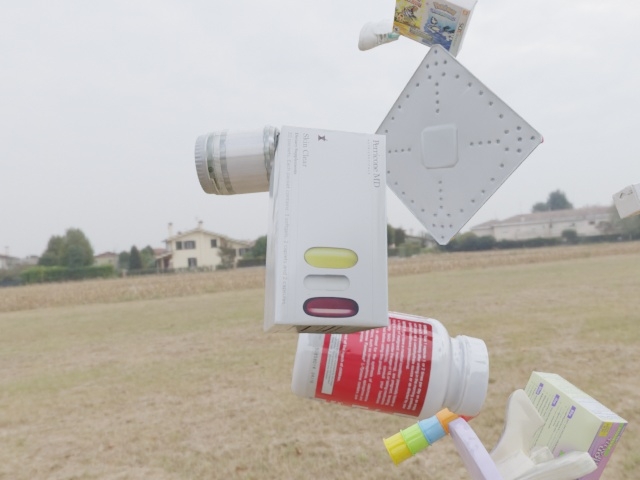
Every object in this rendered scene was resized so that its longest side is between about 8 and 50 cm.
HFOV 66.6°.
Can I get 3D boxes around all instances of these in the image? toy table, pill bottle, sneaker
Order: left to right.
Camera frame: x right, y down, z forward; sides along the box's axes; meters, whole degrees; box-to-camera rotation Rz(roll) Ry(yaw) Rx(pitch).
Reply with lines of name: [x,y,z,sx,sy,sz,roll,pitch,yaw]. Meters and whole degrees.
sneaker: [0.203,-0.654,1.543,0.094,0.080,0.212,26,49,28]
pill bottle: [0.152,0.275,1.110,0.408,0.228,0.229,10,-1,3]
toy table: [0.363,0.419,0.859,0.161,0.274,0.252,-26,-9,-5]

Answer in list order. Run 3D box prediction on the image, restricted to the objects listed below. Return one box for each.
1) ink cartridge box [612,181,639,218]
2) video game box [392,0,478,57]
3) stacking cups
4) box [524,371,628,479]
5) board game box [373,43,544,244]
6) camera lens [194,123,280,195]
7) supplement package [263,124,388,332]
ink cartridge box: [0.691,-0.095,0.994,0.135,0.056,0.099,-15,-11,7]
video game box: [0.297,-0.598,1.301,0.205,0.048,0.187,28,-15,11]
stacking cups: [0.361,0.607,1.553,0.316,0.096,0.096,-27,-2,0]
box: [0.700,0.537,1.405,0.117,0.213,0.243,13,12,-27]
board game box: [0.334,-0.253,1.325,0.050,0.390,0.390,-12,-34,-44]
camera lens: [-0.252,-0.263,1.613,0.275,0.219,0.219,-5,-1,4]
supplement package: [0.000,0.000,0.708,0.145,0.261,0.204,3,-14,-10]
